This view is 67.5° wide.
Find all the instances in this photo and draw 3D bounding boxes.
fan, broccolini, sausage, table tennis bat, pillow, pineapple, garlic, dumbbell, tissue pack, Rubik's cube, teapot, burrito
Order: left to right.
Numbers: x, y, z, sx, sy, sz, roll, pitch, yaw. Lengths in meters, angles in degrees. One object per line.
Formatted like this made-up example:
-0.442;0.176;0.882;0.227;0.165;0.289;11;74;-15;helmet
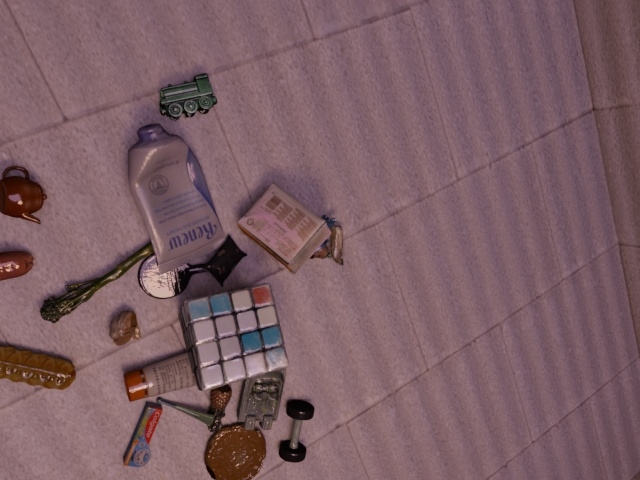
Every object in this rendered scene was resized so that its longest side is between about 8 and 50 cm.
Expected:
-0.975;0.091;1.216;0.433;0.088;0.087;-12;102;-22;sausage
-0.784;-0.120;1.266;0.116;0.116;0.173;-16;77;-21;teapot
-0.630;0.096;1.394;0.392;0.079;0.074;-41;101;-21;broccolini
-0.585;0.261;1.418;0.074;0.094;0.113;15;99;15;garlic
-0.443;0.100;1.488;0.236;0.027;0.150;-10;101;-20;table tennis bat
-0.432;0.545;1.530;0.193;0.016;0.038;24;106;-8;fan
-0.338;0.555;1.577;0.074;0.074;0.159;10;101;-25;pineapple
-0.301;0.065;1.515;0.150;0.048;0.090;-57;136;-33;pillow
-0.265;0.289;1.428;0.256;0.253;0.259;-13;78;-22;Rubik's cube
-0.113;-0.035;1.501;0.225;0.124;0.185;38;81;19;tissue pack
-0.085;0.670;1.686;0.100;0.100;0.191;9;95;-25;dumbbell
0.058;0.019;1.687;0.055;0.041;0.149;-8;101;-36;burrito

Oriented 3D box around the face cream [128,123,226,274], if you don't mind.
-0.436;-0.132;1.413;0.235;0.137;0.420;-29;116;-32;face cream

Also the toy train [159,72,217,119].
-0.395;-0.420;1.412;0.170;0.071;0.111;-19;95;-20;toy train

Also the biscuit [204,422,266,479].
-0.288;0.727;1.635;0.226;0.042;0.225;-3;97;-24;biscuit

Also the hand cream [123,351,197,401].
-0.443;0.408;1.498;0.314;0.089;0.139;-7;95;-27;hand cream

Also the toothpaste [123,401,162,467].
-0.547;0.609;1.502;0.070;0.044;0.193;23;88;-26;toothpaste

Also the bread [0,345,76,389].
-0.861;0.335;1.307;0.368;0.084;0.077;22;131;-24;bread

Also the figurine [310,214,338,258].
0.001;0.002;1.629;0.144;0.114;0.178;43;71;-21;figurine

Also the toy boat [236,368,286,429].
-0.188;0.475;1.615;0.141;0.092;0.319;10;92;-27;toy boat
